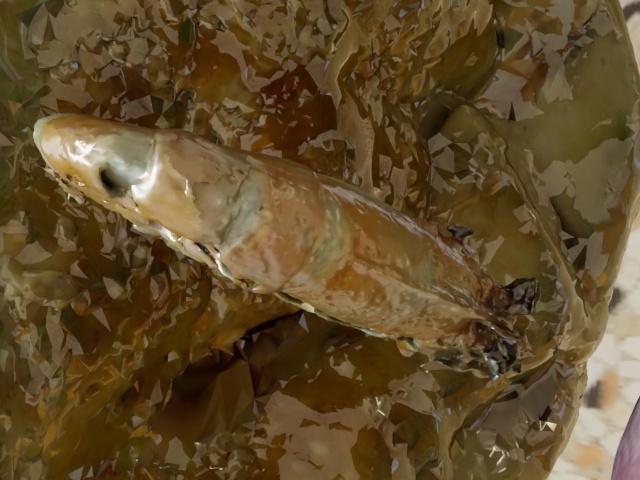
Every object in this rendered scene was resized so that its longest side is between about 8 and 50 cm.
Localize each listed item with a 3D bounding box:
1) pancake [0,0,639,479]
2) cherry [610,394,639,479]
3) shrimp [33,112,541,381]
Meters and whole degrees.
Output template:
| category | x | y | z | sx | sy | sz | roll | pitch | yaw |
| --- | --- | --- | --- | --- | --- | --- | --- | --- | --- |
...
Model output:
| category | x | y | z | sx | sy | sz | roll | pitch | yaw |
| --- | --- | --- | --- | --- | --- | --- | --- | --- | --- |
| pancake | -0.010 | -0.009 | 0.637 | 0.387 | 0.082 | 0.387 | -7 | 101 | -41 |
| cherry | 0.177 | 0.091 | 0.575 | 0.175 | 0.249 | 0.192 | 23 | 52 | 32 |
| shrimp | 0.000 | 0.000 | 0.524 | 0.184 | 0.091 | 0.043 | 24 | 87 | -30 |
